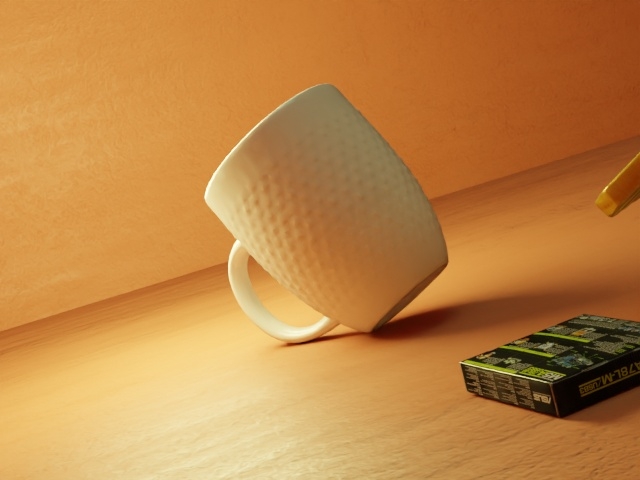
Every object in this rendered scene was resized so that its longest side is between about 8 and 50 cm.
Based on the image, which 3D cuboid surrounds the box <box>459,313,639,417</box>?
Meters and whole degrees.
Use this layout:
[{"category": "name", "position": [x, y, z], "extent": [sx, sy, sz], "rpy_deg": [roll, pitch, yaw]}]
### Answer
[{"category": "box", "position": [0.280, 0.134, 1.329], "extent": [0.184, 0.045, 0.190], "rpy_deg": [-20, 9, -22]}]

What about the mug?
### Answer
[{"category": "mug", "position": [0.000, 0.000, 1.878], "extent": [0.374, 0.328, 0.276], "rpy_deg": [-47, -12, 27]}]

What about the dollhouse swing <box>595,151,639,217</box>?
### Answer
[{"category": "dollhouse swing", "position": [0.561, -0.107, 1.421], "extent": [0.315, 0.305, 0.347], "rpy_deg": [34, 32, 20]}]
